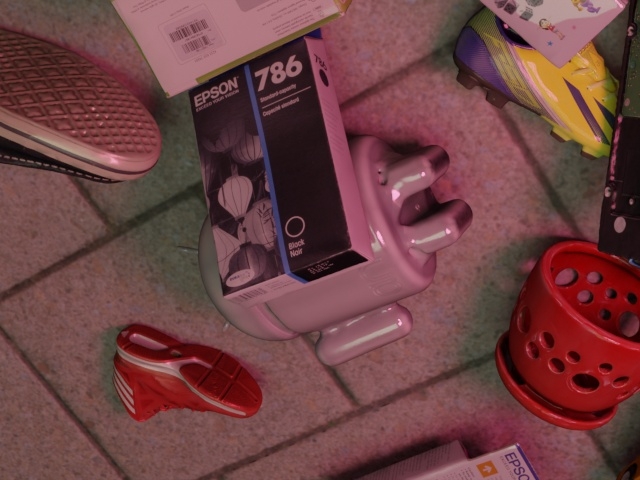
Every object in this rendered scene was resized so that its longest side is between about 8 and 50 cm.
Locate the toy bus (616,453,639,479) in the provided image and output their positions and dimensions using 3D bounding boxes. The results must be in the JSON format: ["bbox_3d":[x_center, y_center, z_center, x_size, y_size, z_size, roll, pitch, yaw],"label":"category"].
[{"bbox_3d":[0.481,0.252,1.423,0.108,0.130,0.332,28,149,4],"label":"toy bus"}]

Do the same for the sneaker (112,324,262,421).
[{"bbox_3d":[-0.192,0.212,1.625,0.221,0.087,0.128,28,129,10],"label":"sneaker"}]

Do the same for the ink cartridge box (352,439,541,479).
[{"bbox_3d":[0.200,0.438,1.613,0.330,0.071,0.324,-25,109,19],"label":"ink cartridge box"}]

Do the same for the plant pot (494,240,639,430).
[{"bbox_3d":[0.315,0.123,1.399,0.191,0.191,0.174,25,123,-2],"label":"plant pot"}]

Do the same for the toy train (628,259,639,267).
[{"bbox_3d":[0.455,0.033,1.368,0.184,0.105,0.080,23,112,-2],"label":"toy train"}]

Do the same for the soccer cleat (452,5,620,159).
[{"bbox_3d":[0.290,-0.175,1.298,0.289,0.093,0.121,27,114,-4],"label":"soccer cleat"}]

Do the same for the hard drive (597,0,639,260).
[{"bbox_3d":[0.400,-0.135,1.162,0.064,0.237,0.338,2,96,-29],"label":"hard drive"}]

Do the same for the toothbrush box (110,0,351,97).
[{"bbox_3d":[-0.066,-0.285,1.198,0.206,0.283,0.122,-21,113,21],"label":"toothbrush box"}]

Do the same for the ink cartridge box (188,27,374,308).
[{"bbox_3d":[-0.055,-0.105,1.297,0.165,0.332,0.065,-22,155,21],"label":"ink cartridge box"}]

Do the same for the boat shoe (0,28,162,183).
[{"bbox_3d":[-0.428,-0.161,1.406,0.500,0.186,0.156,18,125,7],"label":"boat shoe"}]

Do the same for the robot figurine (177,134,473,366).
[{"bbox_3d":[0.000,0.000,1.389,0.354,0.200,0.299,-23,92,21],"label":"robot figurine"}]

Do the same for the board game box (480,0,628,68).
[{"bbox_3d":[0.166,-0.338,1.158,0.303,0.224,0.097,39,121,-10],"label":"board game box"}]
